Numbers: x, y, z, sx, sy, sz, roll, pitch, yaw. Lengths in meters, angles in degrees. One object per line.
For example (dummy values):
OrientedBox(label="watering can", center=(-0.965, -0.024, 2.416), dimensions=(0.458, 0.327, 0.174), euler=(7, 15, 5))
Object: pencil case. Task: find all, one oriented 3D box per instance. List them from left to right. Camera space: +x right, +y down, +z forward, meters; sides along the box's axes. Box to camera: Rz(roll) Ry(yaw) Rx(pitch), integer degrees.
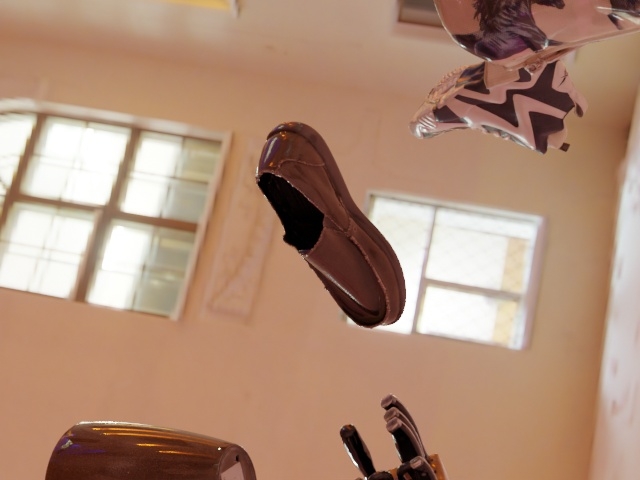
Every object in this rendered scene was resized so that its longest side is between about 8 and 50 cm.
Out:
OrientedBox(label="pencil case", center=(0.275, -0.240, 0.950), dimensions=(0.160, 0.410, 0.183), euler=(-31, -72, -35))

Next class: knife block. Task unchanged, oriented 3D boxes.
OrientedBox(label="knife block", center=(0.102, 0.284, 1.253), dimensions=(0.276, 0.088, 0.242), euler=(37, -146, -78))

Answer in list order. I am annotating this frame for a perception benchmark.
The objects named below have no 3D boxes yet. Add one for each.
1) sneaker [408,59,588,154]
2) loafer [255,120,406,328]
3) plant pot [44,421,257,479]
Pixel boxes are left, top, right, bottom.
OrientedBox(label="sneaker", center=(0.221, -0.146, 1.426), dimensions=(0.235, 0.153, 0.094), euler=(-34, 19, 46))
OrientedBox(label="loafer", center=(0.000, 0.000, 1.826), dimensions=(0.366, 0.134, 0.130), euler=(57, -135, -16))
OrientedBox(label="plant pot", center=(-0.209, 0.337, 1.579), dimensions=(0.215, 0.230, 0.215), euler=(38, -133, -56))
